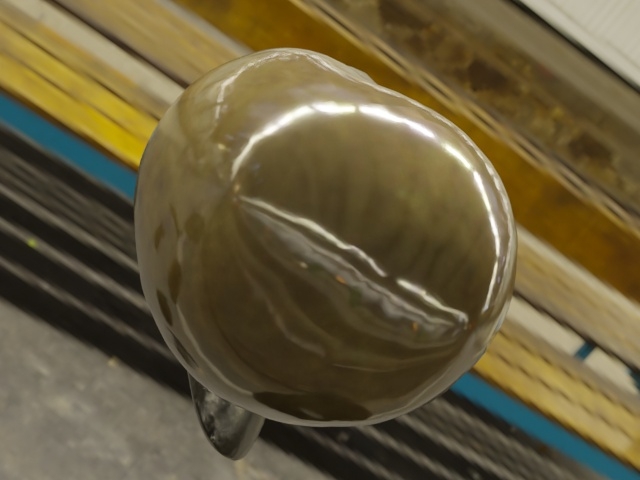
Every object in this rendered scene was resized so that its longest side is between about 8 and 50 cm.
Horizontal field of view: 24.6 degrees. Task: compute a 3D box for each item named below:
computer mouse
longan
[{"bbox_3d":[-0.103,0.112,1.670,0.264,0.088,0.147,69,18,5],"label":"computer mouse"},{"bbox_3d":[0.000,0.000,1.172,0.319,0.319,0.319,34,20,-14],"label":"longan"}]
